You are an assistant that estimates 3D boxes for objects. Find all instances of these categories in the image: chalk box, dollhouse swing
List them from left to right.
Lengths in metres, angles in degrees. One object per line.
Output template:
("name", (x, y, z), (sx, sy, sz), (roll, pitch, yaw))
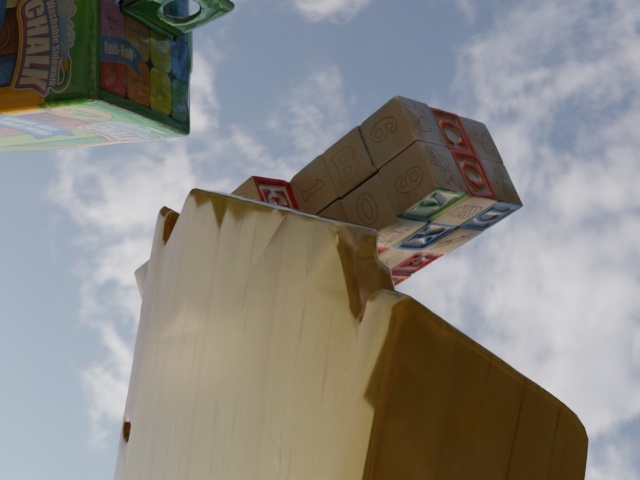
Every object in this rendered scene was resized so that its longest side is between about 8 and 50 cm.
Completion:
("chalk box", (-0.224, -0.185, 0.863), (0.288, 0.180, 0.179), (-3, -95, 19))
("dollhouse swing", (0.066, 0.153, 0.600), (0.304, 0.347, 0.315), (9, -87, -26))

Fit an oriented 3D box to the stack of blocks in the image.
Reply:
("stack of blocks", (0.000, 0.000, 0.821), (0.297, 0.171, 0.087), (-35, -115, 33))
